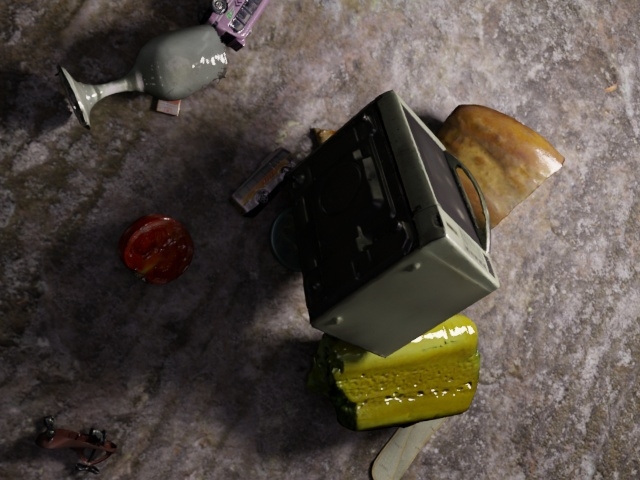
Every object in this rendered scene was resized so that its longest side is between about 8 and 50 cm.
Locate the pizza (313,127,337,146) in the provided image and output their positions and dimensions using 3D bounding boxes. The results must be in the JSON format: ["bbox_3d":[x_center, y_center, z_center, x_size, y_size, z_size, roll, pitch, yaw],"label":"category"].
[{"bbox_3d":[0.063,-0.208,1.627,0.185,0.036,0.176,-47,105,-17],"label":"pizza"}]

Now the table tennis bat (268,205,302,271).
[{"bbox_3d":[0.000,0.000,1.599,0.237,0.038,0.149,8,85,-19],"label":"table tennis bat"}]

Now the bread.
[{"bbox_3d":[0.164,0.271,1.564,0.376,0.208,0.251,-3,108,-20],"label":"bread"}]

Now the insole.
[{"bbox_3d":[0.234,0.431,1.702,0.119,0.009,0.348,43,74,-17],"label":"insole"}]

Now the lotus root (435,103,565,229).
[{"bbox_3d":[0.350,-0.169,1.642,0.250,0.316,0.316,40,75,-3],"label":"lotus root"}]

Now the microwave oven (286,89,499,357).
[{"bbox_3d":[0.120,-0.038,1.383,0.247,0.333,0.394,30,34,-38],"label":"microwave oven"}]

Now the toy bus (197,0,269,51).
[{"bbox_3d":[-0.169,-0.500,1.504,0.108,0.096,0.199,35,73,-23],"label":"toy bus"}]

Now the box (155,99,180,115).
[{"bbox_3d":[-0.311,-0.303,1.484,0.046,0.012,0.083,11,83,-22],"label":"box"}]

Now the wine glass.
[{"bbox_3d":[-0.341,-0.324,1.395,0.321,0.143,0.143,-23,98,-18],"label":"wine glass"}]

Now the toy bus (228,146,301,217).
[{"bbox_3d":[-0.118,-0.126,1.540,0.072,0.057,0.172,45,73,-8],"label":"toy bus"}]

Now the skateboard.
[{"bbox_3d":[-0.472,0.399,1.384,0.151,0.067,0.080,22,90,-25],"label":"skateboard"}]

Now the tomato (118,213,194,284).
[{"bbox_3d":[-0.336,0.009,1.430,0.139,0.091,0.159,-51,134,-6],"label":"tomato"}]
